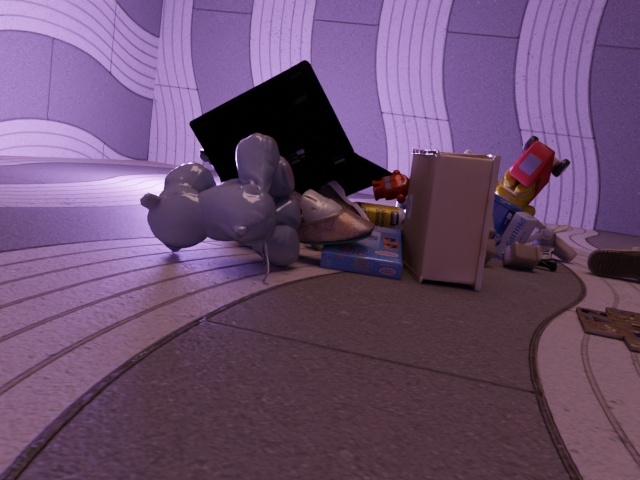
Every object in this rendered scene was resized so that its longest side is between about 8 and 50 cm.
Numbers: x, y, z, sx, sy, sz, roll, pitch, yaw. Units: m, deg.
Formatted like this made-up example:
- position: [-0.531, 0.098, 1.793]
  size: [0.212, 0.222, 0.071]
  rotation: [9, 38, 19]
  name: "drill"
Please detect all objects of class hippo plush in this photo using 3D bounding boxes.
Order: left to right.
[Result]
- position: [-0.179, -0.034, 1.108]
  size: [0.237, 0.234, 0.294]
  rotation: [-7, 47, 16]
  name: "hippo plush"

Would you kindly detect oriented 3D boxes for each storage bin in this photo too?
- position: [0.255, -0.056, 1.271]
  size: [0.123, 0.262, 0.260]
  rotation: [5, 9, -4]
  name: "storage bin"

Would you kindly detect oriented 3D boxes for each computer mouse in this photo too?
- position: [0.604, 0.048, 1.669]
  size: [0.106, 0.042, 0.193]
  rotation: [7, 13, 26]
  name: "computer mouse"

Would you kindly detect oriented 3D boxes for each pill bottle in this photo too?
- position: [0.172, -0.047, 1.665]
  size: [0.184, 0.103, 0.103]
  rotation: [7, 8, -6]
  name: "pill bottle"

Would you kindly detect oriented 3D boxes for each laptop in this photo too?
- position: [-0.067, -0.246, 1.668]
  size: [0.382, 0.407, 0.236]
  rotation: [-21, 18, 26]
  name: "laptop"

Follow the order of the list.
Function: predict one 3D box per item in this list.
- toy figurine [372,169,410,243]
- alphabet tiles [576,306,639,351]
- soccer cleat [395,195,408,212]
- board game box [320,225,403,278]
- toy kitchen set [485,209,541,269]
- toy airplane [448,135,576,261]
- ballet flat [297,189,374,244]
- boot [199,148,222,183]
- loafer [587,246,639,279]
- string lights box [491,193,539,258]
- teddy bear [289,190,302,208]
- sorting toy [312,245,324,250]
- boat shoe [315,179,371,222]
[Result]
- position: [0.219, -0.073, 1.506]
  size: [0.148, 0.209, 0.213]
  rotation: [-10, 2, 8]
  name: "toy figurine"
- position: [0.603, 0.163, 0.985]
  size: [0.343, 0.011, 0.285]
  rotation: [10, 8, 17]
  name: "alphabet tiles"
- position: [0.317, -0.054, 1.717]
  size: [0.116, 0.143, 0.331]
  rotation: [2, 11, -36]
  name: "soccer cleat"
- position: [0.090, 0.013, 1.275]
  size: [0.160, 0.039, 0.211]
  rotation: [9, 19, 4]
  name: "board game box"
- position: [0.467, -0.027, 1.577]
  size: [0.166, 0.207, 0.122]
  rotation: [8, -26, -6]
  name: "toy kitchen set"
- position: [0.569, -0.109, 1.871]
  size: [0.272, 0.384, 0.386]
  rotation: [-35, 23, -31]
  name: "toy airplane"
- position: [-0.047, -0.047, 1.242]
  size: [0.316, 0.106, 0.107]
  rotation: [-3, 22, 25]
  name: "ballet flat"
- position: [-0.277, -0.166, 1.794]
  size: [0.083, 0.161, 0.247]
  rotation: [25, 3, 38]
  name: "boot"
- position: [0.849, 0.060, 1.601]
  size: [0.269, 0.101, 0.092]
  rotation: [10, 14, 19]
  name: "loafer"
- position: [0.467, -0.069, 1.723]
  size: [0.077, 0.133, 0.260]
  rotation: [-1, 33, -49]
  name: "string lights box"
- position: [-0.122, -0.068, 1.514]
  size: [0.245, 0.113, 0.338]
  rotation: [17, 12, 38]
  name: "teddy bear"
- position: [0.000, 0.000, 1.416]
  size: [0.083, 0.044, 0.075]
  rotation: [2, 3, -32]
  name: "sorting toy"
- position: [0.053, -0.049, 1.523]
  size: [0.097, 0.116, 0.324]
  rotation: [-26, 35, -7]
  name: "boat shoe"
